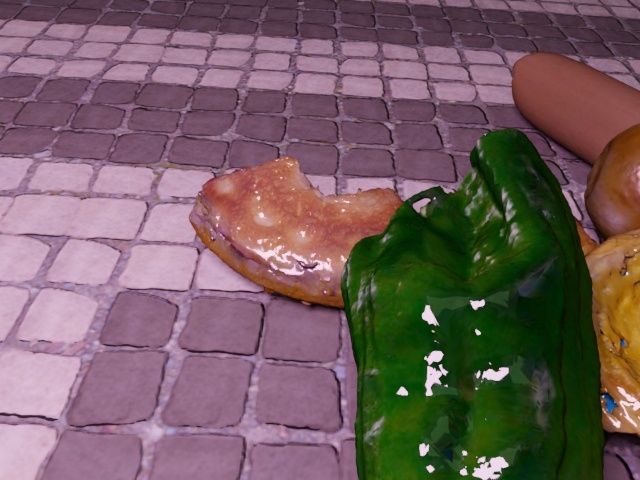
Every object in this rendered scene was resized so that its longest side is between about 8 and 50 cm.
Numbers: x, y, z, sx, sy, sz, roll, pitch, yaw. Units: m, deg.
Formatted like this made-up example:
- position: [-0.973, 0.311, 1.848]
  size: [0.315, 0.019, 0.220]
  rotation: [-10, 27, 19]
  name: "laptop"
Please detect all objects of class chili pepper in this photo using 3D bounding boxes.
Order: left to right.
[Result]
- position: [0.124, 0.058, 0.494]
  size: [0.213, 0.167, 0.384]
  rotation: [10, 53, -2]
  name: "chili pepper"

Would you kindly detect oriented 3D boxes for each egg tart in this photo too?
- position: [0.354, 0.105, 0.559]
  size: [0.291, 0.107, 0.290]
  rotation: [-6, 48, 7]
  name: "egg tart"

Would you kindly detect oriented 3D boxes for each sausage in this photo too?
- position: [0.406, -0.194, 0.921]
  size: [0.123, 0.123, 0.253]
  rotation: [-16, 45, -23]
  name: "sausage"

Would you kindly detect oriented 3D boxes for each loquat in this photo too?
- position: [0.427, -0.050, 0.703]
  size: [0.228, 0.179, 0.179]
  rotation: [14, 41, 5]
  name: "loquat"

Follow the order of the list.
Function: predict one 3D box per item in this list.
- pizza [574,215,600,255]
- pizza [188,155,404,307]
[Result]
- position: [0.243, 0.021, 0.692]
  size: [0.204, 0.080, 0.188]
  rotation: [5, 62, -14]
  name: "pizza"
- position: [0.000, 0.000, 0.678]
  size: [0.306, 0.085, 0.161]
  rotation: [15, 57, 9]
  name: "pizza"
